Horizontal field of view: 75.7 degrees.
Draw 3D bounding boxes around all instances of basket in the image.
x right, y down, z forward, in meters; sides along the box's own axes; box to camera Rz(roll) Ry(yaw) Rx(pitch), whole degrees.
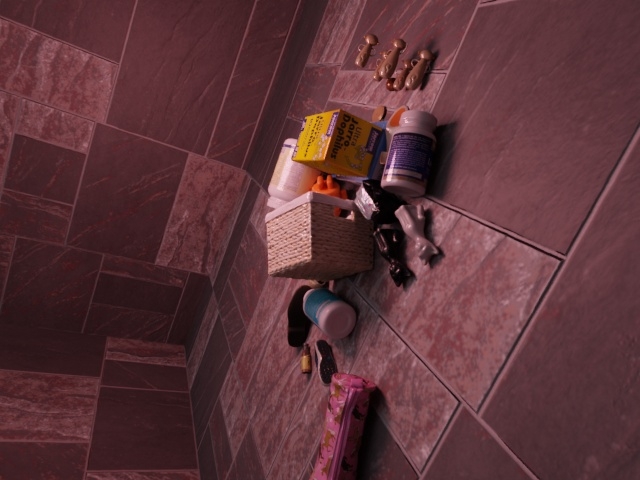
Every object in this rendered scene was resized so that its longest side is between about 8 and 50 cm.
[{"bbox_3d":[0.000,0.000,1.610,0.332,0.329,0.265,-22,65,49],"label":"basket"}]

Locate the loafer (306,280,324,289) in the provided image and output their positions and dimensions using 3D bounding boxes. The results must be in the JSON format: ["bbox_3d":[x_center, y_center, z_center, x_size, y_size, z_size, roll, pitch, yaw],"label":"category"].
[{"bbox_3d":[0.000,0.091,1.846,0.092,0.102,0.267,-11,76,59],"label":"loafer"}]

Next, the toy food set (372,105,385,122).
[{"bbox_3d":[0.251,-0.543,1.783,0.083,0.020,0.082,14,88,63],"label":"toy food set"}]

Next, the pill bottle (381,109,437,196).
[{"bbox_3d":[0.306,-0.292,1.398,0.153,0.153,0.264,7,82,63],"label":"pill bottle"}]

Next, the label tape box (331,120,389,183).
[{"bbox_3d":[0.187,-0.352,1.706,0.348,0.115,0.248,29,101,65],"label":"label tape box"}]

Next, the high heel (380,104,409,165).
[{"bbox_3d":[0.295,-0.369,1.524,0.082,0.117,0.243,9,81,39],"label":"high heel"}]

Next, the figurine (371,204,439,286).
[{"bbox_3d":[0.285,0.017,1.364,0.215,0.093,0.209,-48,44,39],"label":"figurine"}]

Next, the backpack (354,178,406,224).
[{"bbox_3d":[0.202,-0.141,1.490,0.181,0.152,0.115,58,133,35],"label":"backpack"}]

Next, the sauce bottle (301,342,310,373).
[{"bbox_3d":[-0.063,0.512,1.791,0.042,0.042,0.128,-41,43,48],"label":"sauce bottle"}]

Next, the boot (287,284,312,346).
[{"bbox_3d":[-0.104,0.326,1.878,0.115,0.113,0.304,-113,33,-67],"label":"boot"}]

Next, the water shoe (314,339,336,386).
[{"bbox_3d":[0.018,0.495,1.640,0.203,0.073,0.080,-99,14,-46],"label":"water shoe"}]

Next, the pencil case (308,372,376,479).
[{"bbox_3d":[0.073,0.629,1.345,0.167,0.160,0.385,4,79,54],"label":"pencil case"}]

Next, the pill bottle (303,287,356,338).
[{"bbox_3d":[0.022,0.276,1.641,0.264,0.147,0.146,29,102,62],"label":"pill bottle"}]

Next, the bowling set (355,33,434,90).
[{"bbox_3d":[0.289,-0.697,1.635,0.154,0.287,0.200,-63,-5,8],"label":"bowling set"}]

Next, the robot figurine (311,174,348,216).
[{"bbox_3d":[0.031,-0.179,1.827,0.128,0.158,0.219,35,142,43],"label":"robot figurine"}]

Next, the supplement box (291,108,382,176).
[{"bbox_3d":[0.051,-0.380,1.640,0.357,0.196,0.193,23,97,64],"label":"supplement box"}]

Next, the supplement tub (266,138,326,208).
[{"bbox_3d":[-0.105,-0.285,1.923,0.235,0.236,0.324,28,99,63],"label":"supplement tub"}]
